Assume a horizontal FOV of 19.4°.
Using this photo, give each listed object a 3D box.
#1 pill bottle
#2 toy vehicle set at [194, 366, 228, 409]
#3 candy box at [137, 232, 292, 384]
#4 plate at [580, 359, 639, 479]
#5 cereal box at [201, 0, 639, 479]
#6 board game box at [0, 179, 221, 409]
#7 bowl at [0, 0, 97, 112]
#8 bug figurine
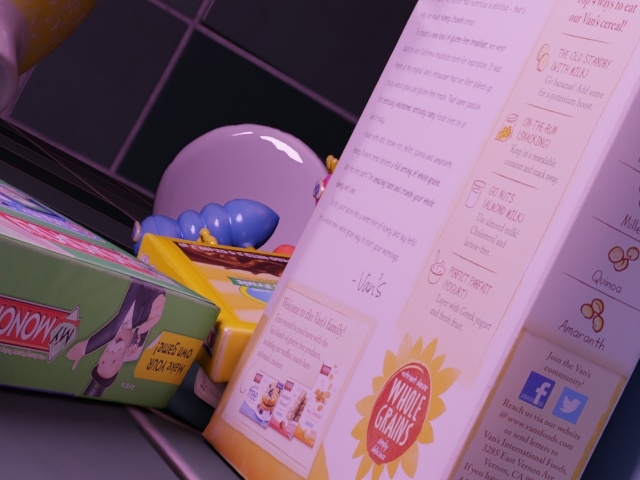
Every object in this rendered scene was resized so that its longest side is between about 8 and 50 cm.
[{"bbox_3d":[-0.035,-0.008,1.364,0.130,0.130,0.245,29,1,8],"label":"pill bottle"},{"bbox_3d":[0.100,0.079,0.784,0.266,0.035,0.166,3,18,-42],"label":"toy vehicle set"},{"bbox_3d":[0.037,0.038,0.743,0.205,0.027,0.105,9,18,-25],"label":"candy box"},{"bbox_3d":[0.097,0.039,0.526,0.024,0.188,0.188,26,2,-22],"label":"plate"},{"bbox_3d":[0.055,-0.014,0.583,0.047,0.240,0.173,26,2,-22],"label":"cereal box"},{"bbox_3d":[-0.174,-0.028,0.539,0.213,0.046,0.317,30,1,18],"label":"board game box"},{"bbox_3d":[-0.223,-0.139,0.952,0.289,0.289,0.156,28,44,-58],"label":"bowl"},{"bbox_3d":[0.000,0.000,1.043,0.216,0.072,0.279,-14,11,-13],"label":"bug figurine"}]
